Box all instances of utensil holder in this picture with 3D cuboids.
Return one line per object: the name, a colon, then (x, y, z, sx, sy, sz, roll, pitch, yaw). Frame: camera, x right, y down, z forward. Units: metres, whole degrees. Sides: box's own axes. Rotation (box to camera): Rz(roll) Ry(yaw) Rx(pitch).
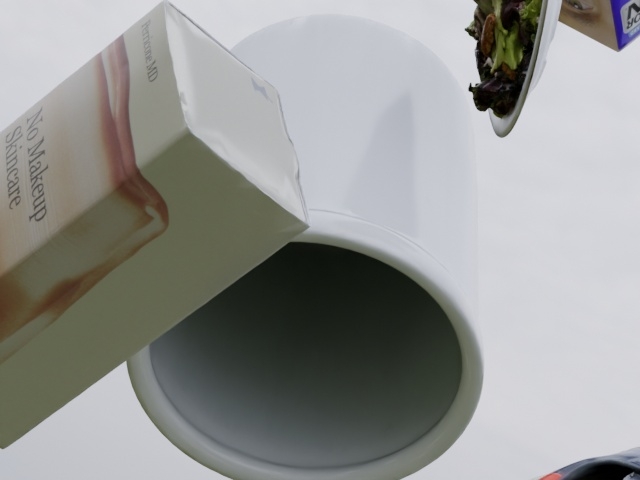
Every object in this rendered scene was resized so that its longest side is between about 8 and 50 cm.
utensil holder: (0.000, 0.000, 1.814, 0.327, 0.385, 0.328, 3, -51, 4)

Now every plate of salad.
plate of salad: (0.111, -0.162, 1.106, 0.048, 0.200, 0.200, 6, -14, -5)

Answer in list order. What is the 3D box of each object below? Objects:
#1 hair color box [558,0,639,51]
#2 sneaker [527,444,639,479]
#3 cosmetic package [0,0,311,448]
hair color box: (0.228, -0.359, 1.723, 0.185, 0.110, 0.339, 36, -22, 40)
sneaker: (0.305, 0.206, 1.451, 0.148, 0.350, 0.131, 42, 27, -85)
cosmetic package: (-0.166, -0.007, 1.279, 0.129, 0.296, 0.153, 38, 24, -37)
